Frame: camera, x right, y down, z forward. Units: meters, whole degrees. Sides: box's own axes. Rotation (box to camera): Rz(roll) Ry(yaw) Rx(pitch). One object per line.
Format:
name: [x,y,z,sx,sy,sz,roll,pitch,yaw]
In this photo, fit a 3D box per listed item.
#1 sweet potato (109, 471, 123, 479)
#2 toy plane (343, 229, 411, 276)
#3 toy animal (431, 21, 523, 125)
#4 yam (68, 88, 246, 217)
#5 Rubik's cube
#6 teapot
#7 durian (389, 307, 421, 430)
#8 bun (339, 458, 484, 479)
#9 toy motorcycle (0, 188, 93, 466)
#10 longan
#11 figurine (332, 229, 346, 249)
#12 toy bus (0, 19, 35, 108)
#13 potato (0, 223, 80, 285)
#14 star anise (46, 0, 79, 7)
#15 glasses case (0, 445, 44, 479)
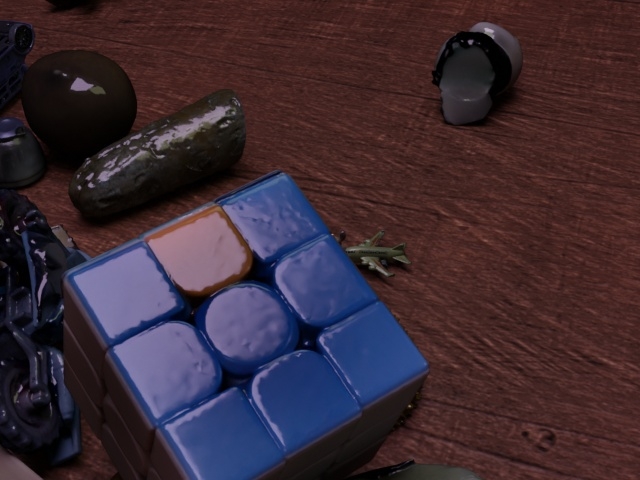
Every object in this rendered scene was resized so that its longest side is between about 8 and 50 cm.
sweet potato: [-0.141,0.290,1.371,0.292,0.097,0.097,-15,42,-15]
toy plane: [0.084,0.024,1.712,0.111,0.040,0.102,-6,39,-2]
toy animal: [0.291,-0.318,2.033,0.138,0.166,0.179,37,38,11]
yam: [-0.272,-0.137,1.861,0.330,0.133,0.133,-29,47,-22]
Rubik's cube: [-0.099,0.151,1.239,0.290,0.291,0.291,-28,69,-25]
teapot: [-0.555,-0.169,1.925,0.111,0.108,0.149,-32,49,-33]
durian: [0.046,0.142,1.500,0.193,0.137,0.237,-12,40,-10]
bun: [0.077,0.374,1.190,0.293,0.187,0.293,-19,11,4]
toy motorcycle: [-0.378,0.119,1.521,0.172,0.232,0.416,-29,50,17]
longan: [-0.423,-0.241,1.938,0.220,0.196,0.196,11,40,38]
figurine: [0.000,0.000,1.739,0.083,0.050,0.047,4,35,7]
toy bus: [-0.653,-0.304,2.074,0.125,0.133,0.292,10,44,22]
potato: [-0.443,0.033,1.718,0.122,0.061,0.086,-25,45,-22]
star anise: [-0.522,-0.602,2.419,0.190,0.126,0.220,-3,56,45]
glasses case: [-0.429,0.327,1.355,0.336,0.076,0.144,29,50,32]
